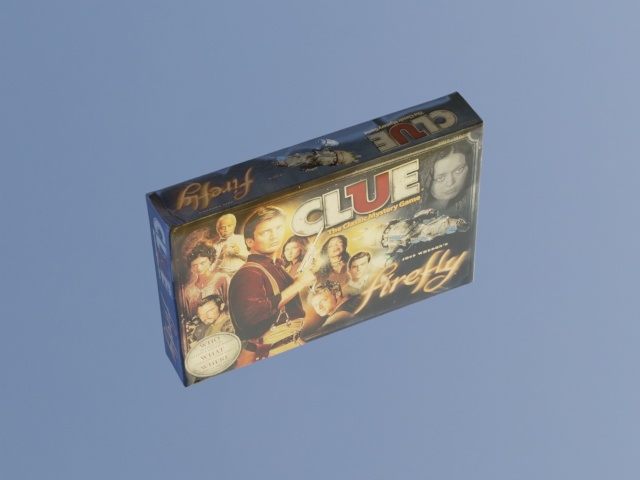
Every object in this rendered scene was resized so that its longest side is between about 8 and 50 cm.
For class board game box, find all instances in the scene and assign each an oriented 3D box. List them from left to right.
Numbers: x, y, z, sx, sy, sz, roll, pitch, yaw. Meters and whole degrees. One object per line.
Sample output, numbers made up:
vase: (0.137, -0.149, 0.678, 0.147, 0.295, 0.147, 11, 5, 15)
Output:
board game box: (0.000, 0.000, 1.150, 0.243, 0.165, 0.042, -20, -133, -17)
